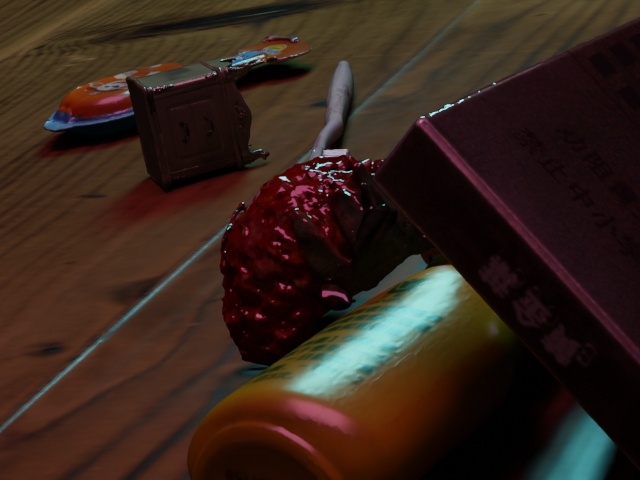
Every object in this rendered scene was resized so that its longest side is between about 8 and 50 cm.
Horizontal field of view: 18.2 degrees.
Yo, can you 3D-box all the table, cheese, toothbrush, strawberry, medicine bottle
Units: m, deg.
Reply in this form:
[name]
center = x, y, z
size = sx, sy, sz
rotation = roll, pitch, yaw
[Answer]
[table]
center = -0.090, -0.090, 1.475
size = 0.083, 0.079, 0.062
rotation = -15, 17, -14
[cheese]
center = -0.122, -0.135, 1.698
size = 0.256, 0.037, 0.106
rotation = -23, 22, -27
[toothbrush]
center = 0.015, -0.092, 1.500
size = 0.029, 0.025, 0.307
rotation = -2, 19, 5
[strawberry]
center = 0.001, -0.001, 1.049
size = 0.140, 0.085, 0.192
rotation = -39, 3, 25
[medicine bottle]
center = 0.061, 0.049, 0.958
size = 0.111, 0.076, 0.309
rotation = -2, 21, 38

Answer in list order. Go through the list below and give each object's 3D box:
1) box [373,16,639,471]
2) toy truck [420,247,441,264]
[box]
center = 0.181, -0.023, 0.931
size = 0.325, 0.180, 0.047
rotation = -27, -20, -49
[toy truck]
center = 0.095, -0.014, 1.171
size = 0.083, 0.049, 0.054
rotation = -3, 19, 23
